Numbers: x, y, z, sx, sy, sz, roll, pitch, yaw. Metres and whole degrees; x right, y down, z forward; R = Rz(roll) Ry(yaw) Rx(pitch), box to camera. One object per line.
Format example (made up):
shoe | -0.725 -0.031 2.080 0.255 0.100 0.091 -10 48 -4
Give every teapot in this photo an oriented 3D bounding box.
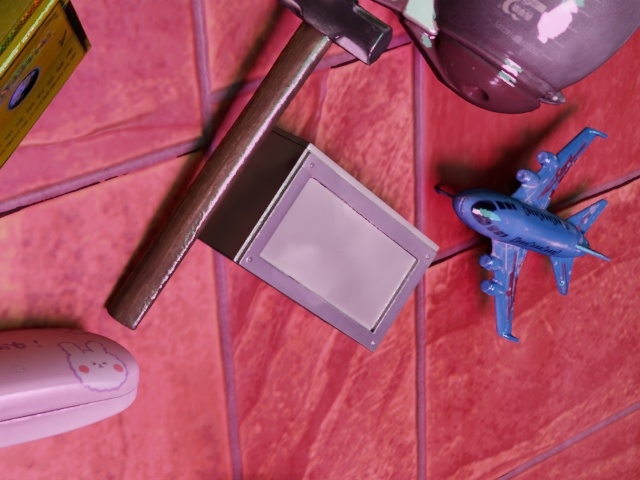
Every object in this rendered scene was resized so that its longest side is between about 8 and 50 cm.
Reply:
teapot | 0.184 -0.289 1.328 0.315 0.233 0.312 32 94 -15

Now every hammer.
hammer | -0.079 -0.074 1.286 0.365 0.111 0.043 -55 169 5

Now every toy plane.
toy plane | 0.223 -0.018 1.547 0.271 0.105 0.254 18 98 -43

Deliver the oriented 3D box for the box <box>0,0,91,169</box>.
box | -0.240 -0.126 1.039 0.064 0.220 0.141 36 84 0

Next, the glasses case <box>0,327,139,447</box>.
glasses case | -0.292 0.128 1.179 0.297 0.113 0.075 -8 114 -38

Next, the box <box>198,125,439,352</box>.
box | 0.000 0.000 1.382 0.225 0.086 0.129 36 86 -43
